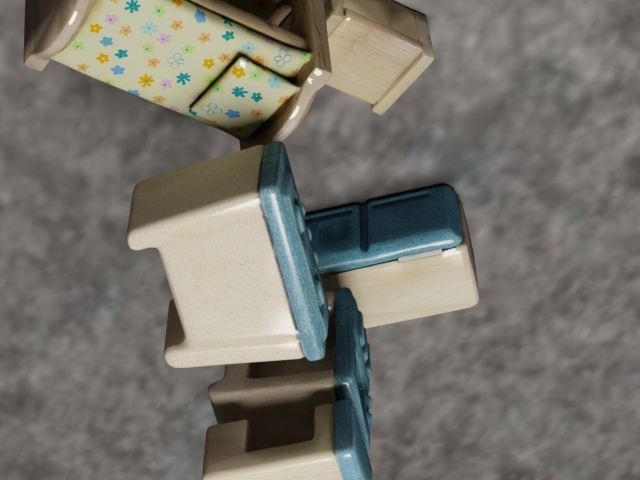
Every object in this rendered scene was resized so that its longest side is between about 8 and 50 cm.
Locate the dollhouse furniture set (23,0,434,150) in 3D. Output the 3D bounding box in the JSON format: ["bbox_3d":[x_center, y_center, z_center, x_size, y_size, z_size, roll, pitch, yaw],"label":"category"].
[{"bbox_3d":[-0.001,-0.115,0.795,0.182,0.101,0.161,21,132,-27],"label":"dollhouse furniture set"}]

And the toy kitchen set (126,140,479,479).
[{"bbox_3d":[0.000,0.000,0.878,0.122,0.207,0.166,-12,119,6],"label":"toy kitchen set"}]
